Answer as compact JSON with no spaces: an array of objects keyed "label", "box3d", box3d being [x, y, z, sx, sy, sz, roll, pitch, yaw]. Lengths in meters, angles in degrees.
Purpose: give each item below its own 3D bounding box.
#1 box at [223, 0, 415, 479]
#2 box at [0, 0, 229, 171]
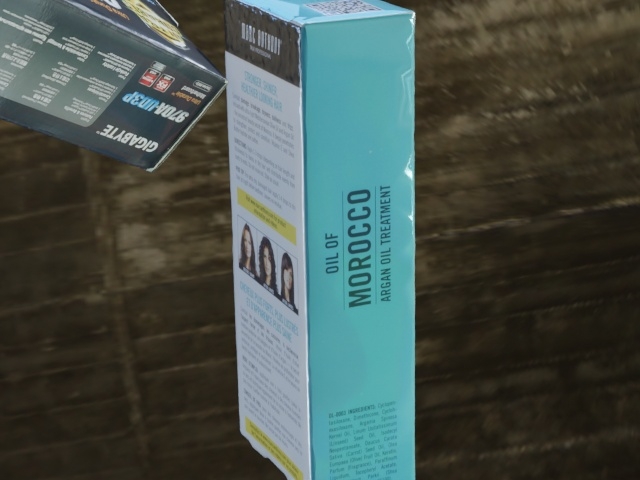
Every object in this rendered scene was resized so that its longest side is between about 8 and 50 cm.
[{"label":"box","box3d":[0.000,0.000,0.828,0.060,0.100,0.244,-9,-70,-23]},{"label":"box","box3d":[-0.149,-0.116,0.564,0.051,0.220,0.175,-48,-116,12]}]
